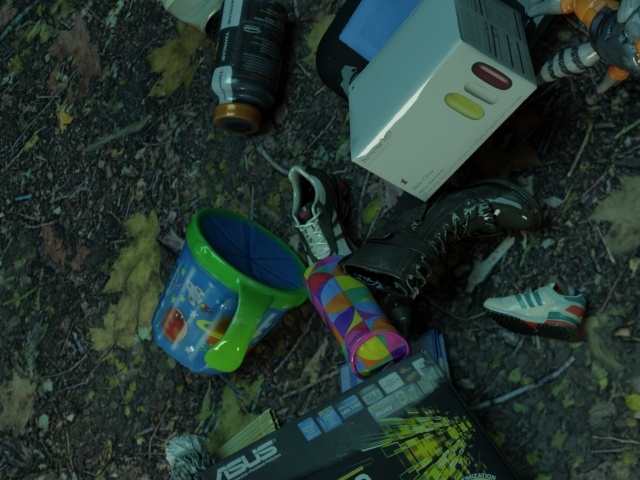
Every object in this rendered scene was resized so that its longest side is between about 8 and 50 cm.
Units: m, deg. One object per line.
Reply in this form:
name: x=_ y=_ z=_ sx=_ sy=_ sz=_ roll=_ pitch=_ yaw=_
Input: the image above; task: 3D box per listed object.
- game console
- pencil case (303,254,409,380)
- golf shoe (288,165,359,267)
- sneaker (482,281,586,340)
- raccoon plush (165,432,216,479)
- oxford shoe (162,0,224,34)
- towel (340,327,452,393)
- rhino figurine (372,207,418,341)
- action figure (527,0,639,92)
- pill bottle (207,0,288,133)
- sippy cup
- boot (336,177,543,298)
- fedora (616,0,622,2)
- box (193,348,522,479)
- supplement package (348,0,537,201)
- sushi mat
game console: x=0.192 y=-0.357 z=2.012 sx=0.342 sy=0.060 sz=0.386 roll=43 pitch=107 yaw=31
pencil case: x=0.052 y=0.114 z=1.848 sx=0.104 sy=0.104 sz=0.236 roll=-48 pitch=33 yaw=12
golf shoe: x=0.000 y=0.000 z=2.033 sx=0.105 sy=0.120 sz=0.273 roll=-28 pitch=59 yaw=24
sneaker: x=0.321 y=0.097 z=1.795 sx=0.161 sy=0.057 sz=0.075 roll=10 pitch=62 yaw=41
raccoon plush: x=-0.088 y=0.436 z=1.863 sx=0.299 sy=0.216 sz=0.446 roll=-31 pitch=61 yaw=16
oxford shoe: x=-0.104 y=-0.554 z=2.338 sx=0.449 sy=0.169 sz=0.130 roll=-35 pitch=95 yaw=12
towel: x=0.127 y=0.296 z=1.872 sx=0.209 sy=0.034 sz=0.285 roll=-25 pitch=57 yaw=31
rhino figurine: x=0.120 y=0.073 z=1.909 sx=0.073 sy=0.106 sz=0.243 roll=-1 pitch=51 yaw=-8
action figure: x=0.448 y=-0.242 z=1.677 sx=0.178 sy=0.341 sz=0.330 roll=-37 pitch=15 yaw=-10
pill bottle: x=-0.139 y=-0.325 z=2.261 sx=0.130 sy=0.130 sz=0.246 roll=-5 pitch=69 yaw=36
sippy cup: x=-0.169 y=0.100 z=2.067 sx=0.240 sy=0.305 sz=0.224 roll=40 pitch=112 yaw=12
boot: x=0.182 y=0.005 z=1.831 sx=0.263 sy=0.091 sz=0.229 roll=9 pitch=46 yaw=34
fedora: x=0.476 y=-0.500 z=1.810 sx=0.152 sy=0.334 sz=0.334 roll=-10 pitch=63 yaw=1
box: x=0.069 y=0.375 z=1.687 sx=0.395 sy=0.097 sz=0.318 roll=-26 pitch=58 yaw=-15
supplement package: x=0.175 y=-0.232 z=1.822 sx=0.262 sy=0.145 sz=0.204 roll=-48 pitch=26 yaw=33
sushi mat: x=-0.168 y=0.431 z=2.053 sx=0.316 sy=0.019 sz=0.151 roll=-41 pitch=54 yaw=19
